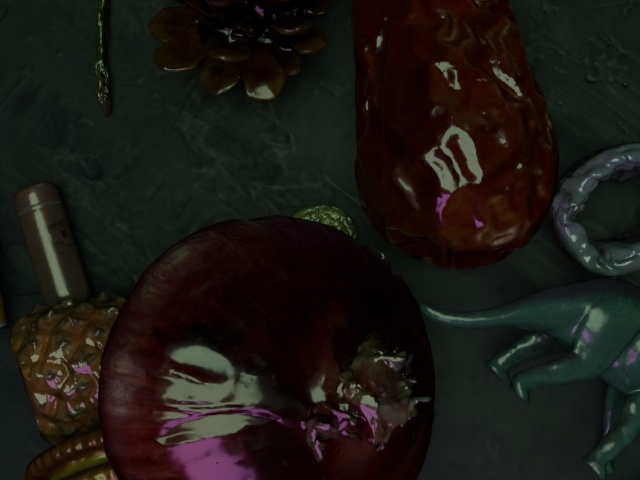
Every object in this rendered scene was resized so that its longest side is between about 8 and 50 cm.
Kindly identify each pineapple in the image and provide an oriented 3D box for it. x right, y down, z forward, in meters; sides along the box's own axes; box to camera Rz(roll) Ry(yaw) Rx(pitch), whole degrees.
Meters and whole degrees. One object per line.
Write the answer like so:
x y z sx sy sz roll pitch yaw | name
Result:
-0.146 0.115 1.349 0.340 0.169 0.169 -12 88 -7 | pineapple

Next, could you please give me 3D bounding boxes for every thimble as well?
0.313 -0.035 1.323 0.151 0.118 0.127 -31 89 4 | thimble

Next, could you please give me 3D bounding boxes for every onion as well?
-0.021 0.142 1.168 0.347 0.285 0.348 3 84 -35 | onion

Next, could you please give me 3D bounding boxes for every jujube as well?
0.126 -0.147 1.303 0.216 0.216 0.342 -8 74 4 | jujube

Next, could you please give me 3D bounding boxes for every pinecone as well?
-0.078 -0.273 1.320 0.202 0.201 0.229 11 59 -20 | pinecone

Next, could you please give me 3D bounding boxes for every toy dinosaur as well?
0.336 0.064 1.285 0.331 0.129 0.383 -47 114 2 | toy dinosaur

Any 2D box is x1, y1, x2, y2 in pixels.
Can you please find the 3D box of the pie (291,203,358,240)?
0.002 0.001 1.395 0.084 0.021 0.084 0 85 3 | pie

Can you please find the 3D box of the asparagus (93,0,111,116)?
-0.241 -0.255 1.418 0.022 0.023 0.233 0 89 49 | asparagus

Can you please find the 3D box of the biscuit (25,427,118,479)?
-0.195 0.240 1.318 0.220 0.220 0.066 -18 70 4 | biscuit

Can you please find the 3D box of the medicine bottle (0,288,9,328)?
-0.427 -0.102 1.391 0.108 0.108 0.426 -13 90 4 | medicine bottle

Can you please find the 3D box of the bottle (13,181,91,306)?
-0.296 0.007 1.403 0.053 0.053 0.140 -18 88 4 | bottle
